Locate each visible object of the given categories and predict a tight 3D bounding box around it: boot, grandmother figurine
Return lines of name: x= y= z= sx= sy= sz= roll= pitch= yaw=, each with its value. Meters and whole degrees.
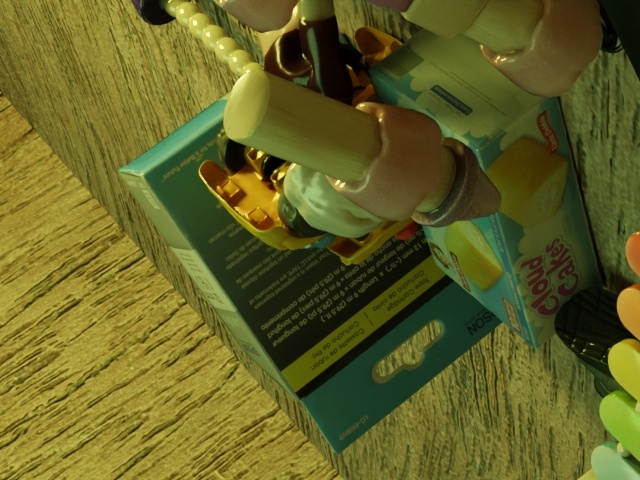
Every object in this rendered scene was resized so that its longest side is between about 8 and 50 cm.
boot: x=0.317 y=0.143 z=1.603 sx=0.246 sy=0.083 sz=0.161 roll=41 pitch=174 yaw=40
grandmother figurine: x=-0.013 y=-0.160 z=1.578 sx=0.208 sy=0.104 sz=0.342 roll=91 pitch=164 yaw=-66

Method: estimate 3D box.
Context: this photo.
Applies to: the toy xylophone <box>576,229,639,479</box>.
toy xylophone: x=0.312 y=0.137 z=1.383 sx=0.236 sy=0.081 sz=0.323 roll=38 pitch=137 yaw=34

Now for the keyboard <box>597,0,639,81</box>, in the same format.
keyboard: x=0.191 y=-0.194 z=1.217 sx=0.201 sy=0.033 sz=0.317 roll=25 pitch=149 yaw=60

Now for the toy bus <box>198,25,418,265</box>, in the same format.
toy bus: x=0.027 y=-0.055 z=1.733 sx=0.149 sy=0.220 sz=0.211 roll=44 pitch=171 yaw=41

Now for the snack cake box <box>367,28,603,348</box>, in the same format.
snack cake box: x=0.147 y=-0.048 z=1.604 sx=0.152 sy=0.089 sz=0.264 roll=39 pitch=161 yaw=41

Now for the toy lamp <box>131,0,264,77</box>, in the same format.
toy lamp: x=-0.128 y=-0.235 z=2.066 sx=0.274 sy=0.080 sz=0.080 roll=42 pitch=163 yaw=33

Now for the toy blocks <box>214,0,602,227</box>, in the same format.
toy blocks: x=0.087 y=-0.191 z=1.104 sx=0.260 sy=0.309 sz=0.288 roll=20 pitch=-154 yaw=-35

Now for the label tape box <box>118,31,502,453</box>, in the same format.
label tape box: x=0.000 y=0.000 z=1.863 sx=0.348 sy=0.249 sz=0.115 roll=56 pitch=166 yaw=-15
